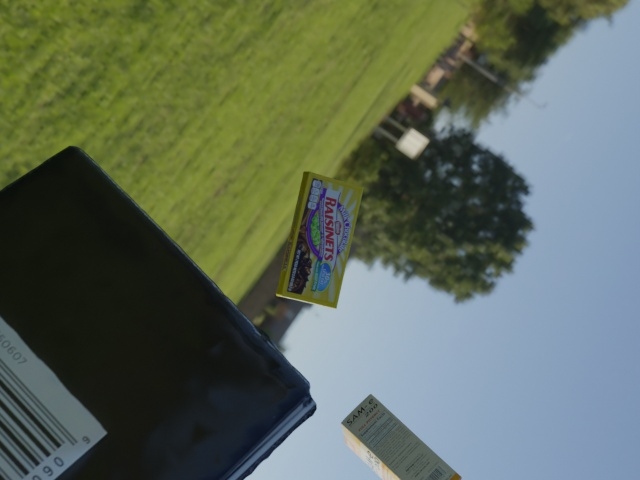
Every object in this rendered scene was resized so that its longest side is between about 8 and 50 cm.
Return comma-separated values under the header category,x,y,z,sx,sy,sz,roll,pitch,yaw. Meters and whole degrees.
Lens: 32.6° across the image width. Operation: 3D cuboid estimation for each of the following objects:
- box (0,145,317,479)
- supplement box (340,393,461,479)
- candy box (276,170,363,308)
category,x,y,z,sx,sy,sz,roll,pitch,yaw
box,-0.324,0.247,0.902,0.480,0.297,0.472,-41,173,-35
supplement box,0.064,0.174,0.868,0.036,0.098,0.062,-43,157,-15
candy box,0.000,0.000,1.767,0.027,0.105,0.206,4,-99,62
